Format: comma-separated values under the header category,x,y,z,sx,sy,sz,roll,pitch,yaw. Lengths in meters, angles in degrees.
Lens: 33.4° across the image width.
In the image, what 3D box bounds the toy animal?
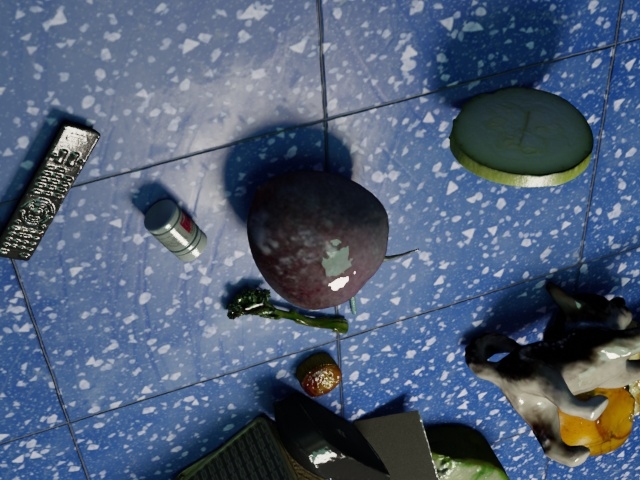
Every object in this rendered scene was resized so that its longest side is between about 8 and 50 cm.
category,x,y,z,sx,sy,sz,roll,pitch,yaw
toy animal,0.474,0.210,2.059,0.344,0.303,0.194,-39,146,-25

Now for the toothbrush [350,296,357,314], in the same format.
category,x,y,z,sx,sy,sz,roll,pitch,yaw
toothbrush,0.053,0.074,1.861,0.011,0.014,0.167,-25,136,-16

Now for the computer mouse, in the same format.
category,x,y,z,sx,sy,sz,roll,pitch,yaw
computer mouse,0.010,0.388,2.007,0.087,0.168,0.295,-47,135,8

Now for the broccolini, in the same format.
category,x,y,z,sx,sy,sz,roll,pitch,yaw
broccolini,-0.053,0.121,1.849,0.254,0.071,0.057,12,82,-41

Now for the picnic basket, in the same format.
category,x,y,z,sx,sy,sz,roll,pitch,yaw
picnic basket,-0.147,0.520,2.013,0.313,0.228,0.175,-39,137,10

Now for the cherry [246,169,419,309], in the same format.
category,x,y,z,sx,sy,sz,roll,pitch,yaw
cherry,0.000,0.000,1.651,0.266,0.183,0.213,35,92,-21

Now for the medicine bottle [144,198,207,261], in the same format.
category,x,y,z,sx,sy,sz,roll,pitch,yaw
medicine bottle,-0.219,-0.015,1.616,0.058,0.058,0.091,-35,136,6

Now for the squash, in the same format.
category,x,y,z,sx,sy,sz,roll,pitch,yaw
squash,0.307,-0.154,1.637,0.219,0.219,0.041,-15,136,-13

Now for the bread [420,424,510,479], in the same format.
category,x,y,z,sx,sy,sz,roll,pitch,yaw
bread,0.228,0.562,2.305,0.366,0.129,0.381,-15,133,-12

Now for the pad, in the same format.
category,x,y,z,sx,sy,sz,roll,pitch,yaw
pad,0.157,0.446,2.151,0.143,0.003,0.211,-12,106,12

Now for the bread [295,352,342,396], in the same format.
category,x,y,z,sx,sy,sz,roll,pitch,yaw
bread,-0.001,0.253,1.968,0.085,0.053,0.085,-14,134,-15

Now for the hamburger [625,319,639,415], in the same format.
category,x,y,z,sx,sy,sz,roll,pitch,yaw
hamburger,0.701,0.258,2.262,0.124,0.131,0.262,-6,131,6

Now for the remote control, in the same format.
category,x,y,z,sx,sy,sz,roll,pitch,yaw
remote control,-0.391,-0.066,1.509,0.063,0.025,0.245,17,119,-38

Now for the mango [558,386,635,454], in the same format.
category,x,y,z,sx,sy,sz,roll,pitch,yaw
mango,0.567,0.353,2.263,0.199,0.201,0.350,7,151,24
